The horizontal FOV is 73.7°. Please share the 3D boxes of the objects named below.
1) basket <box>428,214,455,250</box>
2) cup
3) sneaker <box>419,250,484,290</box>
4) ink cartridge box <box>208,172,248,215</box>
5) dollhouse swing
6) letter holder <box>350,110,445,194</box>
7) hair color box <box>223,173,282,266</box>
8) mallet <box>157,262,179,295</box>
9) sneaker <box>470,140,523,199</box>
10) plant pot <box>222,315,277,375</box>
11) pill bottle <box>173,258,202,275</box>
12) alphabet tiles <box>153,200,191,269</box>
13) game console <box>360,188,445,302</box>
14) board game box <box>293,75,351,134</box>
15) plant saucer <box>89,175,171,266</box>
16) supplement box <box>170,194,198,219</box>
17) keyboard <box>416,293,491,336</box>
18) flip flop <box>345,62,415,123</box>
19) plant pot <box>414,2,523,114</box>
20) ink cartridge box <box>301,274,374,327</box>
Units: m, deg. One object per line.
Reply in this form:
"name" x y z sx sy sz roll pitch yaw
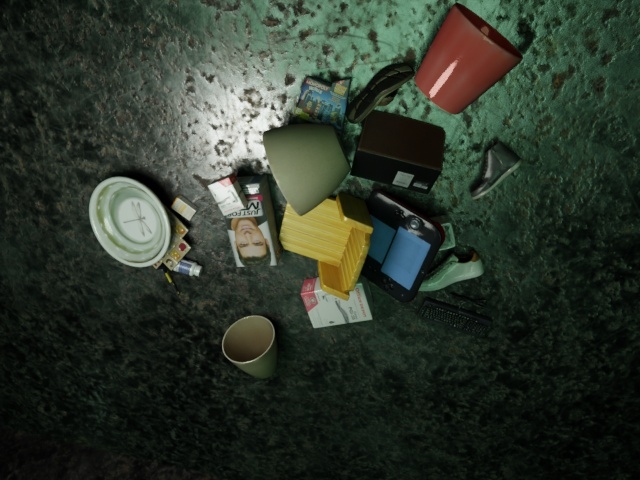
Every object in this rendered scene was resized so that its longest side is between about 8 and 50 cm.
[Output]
"basket" 0.444 -0.027 1.714 0.167 0.103 0.114 -13 115 14
"cup" -0.029 -0.287 1.536 0.236 0.331 0.331 -23 113 10
"sneaker" 0.524 0.119 1.791 0.289 0.106 0.123 -20 107 8
"ink cartridge box" -0.356 -0.177 1.655 0.099 0.056 0.135 -19 112 17
"dollhouse swing" 0.000 0.000 1.709 0.304 0.315 0.347 11 120 -11
"letter holder" 0.284 -0.329 1.567 0.301 0.215 0.152 14 151 0
"hair color box" -0.291 -0.077 1.794 0.185 0.114 0.375 -3 118 11
"mallet" -0.721 0.195 2.036 0.039 0.062 0.190 -7 117 13
"sneaker" 0.624 -0.259 1.588 0.118 0.083 0.222 46 124 5
"plant pot" -0.311 0.552 2.083 0.256 0.257 0.274 -5 133 11
"pill bottle" -0.613 0.125 1.980 0.120 0.067 0.067 18 119 -1
"alphabet tiles" -0.742 -0.038 1.905 0.342 0.011 0.285 46 115 -3
"game console" 0.287 0.031 1.705 0.341 0.060 0.387 32 126 21
"board game box" 0.027 -0.512 1.541 0.194 0.060 0.194 23 119 -4
"plant saucer" -0.801 -0.085 1.844 0.399 0.100 0.401 5 110 15
"supplement box" -0.587 -0.142 1.848 0.098 0.036 0.062 37 117 -11
"keyboard" 0.616 0.325 1.920 0.316 0.033 0.202 17 119 -2
"flip flop" 0.210 -0.508 1.499 0.277 0.112 0.080 -42 142 17
"plant pot" 0.449 -0.556 1.352 0.274 0.275 0.243 32 129 -9
"ink cartridge box" 0.080 0.263 1.918 0.282 0.117 0.208 -12 116 15
